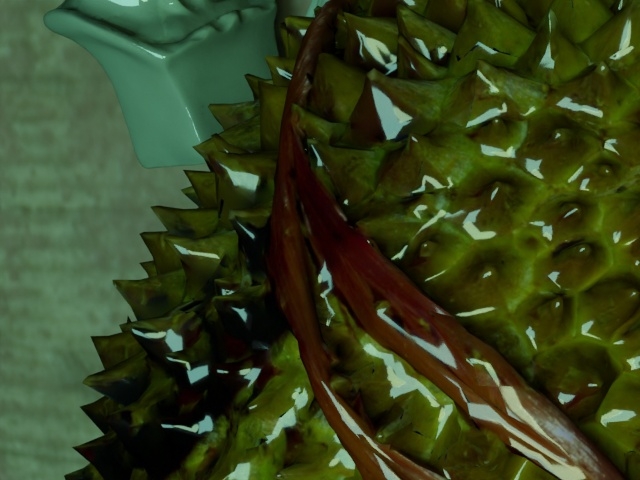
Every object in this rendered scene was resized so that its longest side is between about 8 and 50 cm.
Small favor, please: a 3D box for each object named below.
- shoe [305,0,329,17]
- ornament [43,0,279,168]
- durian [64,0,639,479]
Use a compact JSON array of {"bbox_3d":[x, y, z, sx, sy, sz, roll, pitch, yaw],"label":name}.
[{"bbox_3d":[0.000,0.000,0.913,0.160,0.132,0.363,20,107,51],"label":"shoe"},{"bbox_3d":[-0.092,-0.179,0.911,0.120,0.130,0.285,15,111,44],"label":"ornament"},{"bbox_3d":[0.071,0.060,0.622,0.347,0.347,0.384,28,130,25],"label":"durian"}]
